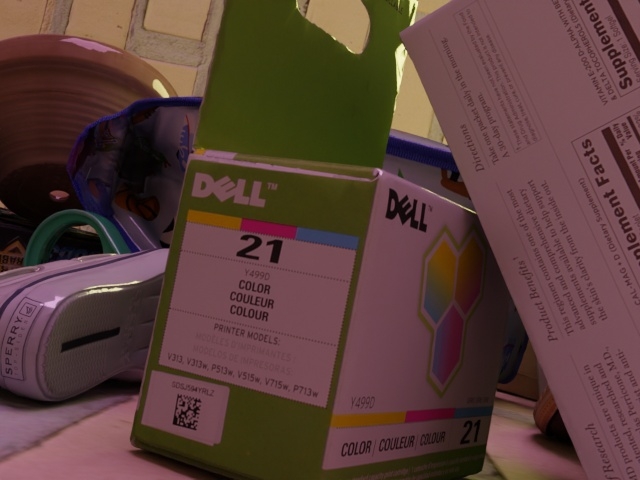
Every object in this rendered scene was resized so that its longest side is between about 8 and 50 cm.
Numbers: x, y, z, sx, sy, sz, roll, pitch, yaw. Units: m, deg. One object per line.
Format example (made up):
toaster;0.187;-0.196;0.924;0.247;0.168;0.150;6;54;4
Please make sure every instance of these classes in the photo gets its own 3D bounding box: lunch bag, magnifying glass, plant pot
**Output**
lunch bag;0.000;0.000;0.898;0.386;0.238;0.328;21;2;22
magnifying glass;-0.153;0.043;0.746;0.231;0.092;0.026;24;1;31
plant pot;-0.258;-0.088;0.960;0.238;0.109;0.237;-3;-29;-1

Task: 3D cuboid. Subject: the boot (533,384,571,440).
boot;0.267;0.128;0.642;0.207;0.090;0.248;39;-32;15

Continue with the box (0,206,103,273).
box;-0.365;0.000;1.020;0.294;0.073;0.295;12;-1;25

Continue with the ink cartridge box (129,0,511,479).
ink cartridge box;0.026;-0.020;0.452;0.097;0.255;0.189;10;-2;29

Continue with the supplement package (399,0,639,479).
supplement package;0.182;-0.001;0.474;0.145;0.261;0.204;-27;-21;23

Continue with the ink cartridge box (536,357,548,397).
ink cartridge box;0.339;0.094;0.770;0.197;0.114;0.273;-24;22;-38

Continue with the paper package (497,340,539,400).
paper package;0.385;0.125;1.103;0.310;0.168;0.325;12;-1;33

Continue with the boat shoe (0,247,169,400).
boat shoe;-0.124;0.037;0.534;0.076;0.083;0.226;14;0;17
